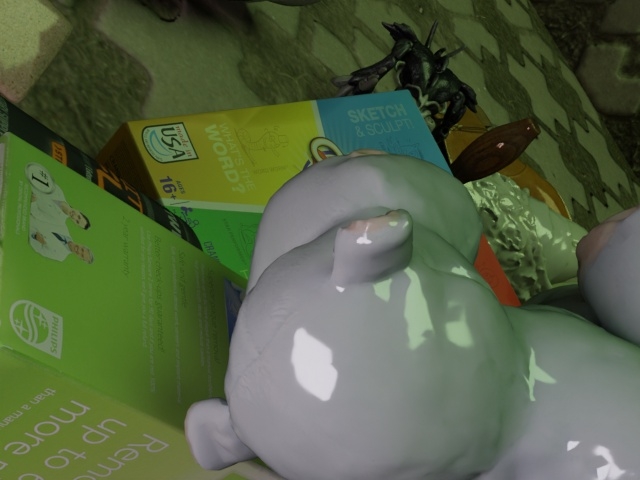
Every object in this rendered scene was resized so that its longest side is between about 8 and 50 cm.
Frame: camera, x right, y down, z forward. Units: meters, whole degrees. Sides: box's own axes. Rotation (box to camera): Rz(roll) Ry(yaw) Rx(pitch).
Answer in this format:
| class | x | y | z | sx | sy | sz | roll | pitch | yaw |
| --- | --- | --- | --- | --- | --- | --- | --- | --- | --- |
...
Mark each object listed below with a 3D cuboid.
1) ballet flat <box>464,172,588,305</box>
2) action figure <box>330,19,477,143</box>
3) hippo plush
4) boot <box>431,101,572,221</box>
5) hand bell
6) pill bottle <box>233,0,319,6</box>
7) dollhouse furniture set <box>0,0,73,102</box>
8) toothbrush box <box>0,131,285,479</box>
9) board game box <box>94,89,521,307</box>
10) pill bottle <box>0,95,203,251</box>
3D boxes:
| class | x | y | z | sx | sy | sz | roll | pitch | yaw |
| --- | --- | --- | --- | --- | --- | --- | --- | --- | --- |
| ballet flat | 0.263 | 0.052 | 1.308 | 0.147 | 0.147 | 0.408 | -89 | 155 | -50 |
| action figure | 0.086 | -0.146 | 1.336 | 0.164 | 0.141 | 0.275 | 46 | 43 | -19 |
| hippo plush | 0.058 | 0.089 | 0.507 | 0.237 | 0.234 | 0.294 | 20 | 33 | -14 |
| boot | 0.219 | -0.074 | 1.553 | 0.295 | 0.104 | 0.211 | 57 | 30 | 11 |
| hand bell | 0.114 | -0.054 | 1.149 | 0.126 | 0.242 | 0.126 | 42 | 29 | -29 |
| pill bottle | -0.107 | -0.353 | 1.142 | 0.361 | 0.204 | 0.204 | 1 | 59 | -60 |
| dollhouse furniture set | -0.235 | 0.001 | 0.467 | 0.135 | 0.262 | 0.259 | 45 | 58 | -30 |
| toothbrush box | -0.117 | 0.104 | 0.587 | 0.283 | 0.206 | 0.122 | 35 | 34 | -41 |
| board game box | 0.000 | 0.000 | 0.960 | 0.317 | 0.064 | 0.242 | -13 | 71 | -41 |
| pill bottle | -0.161 | 0.013 | 0.704 | 0.246 | 0.130 | 0.130 | 36 | 32 | -39 |
